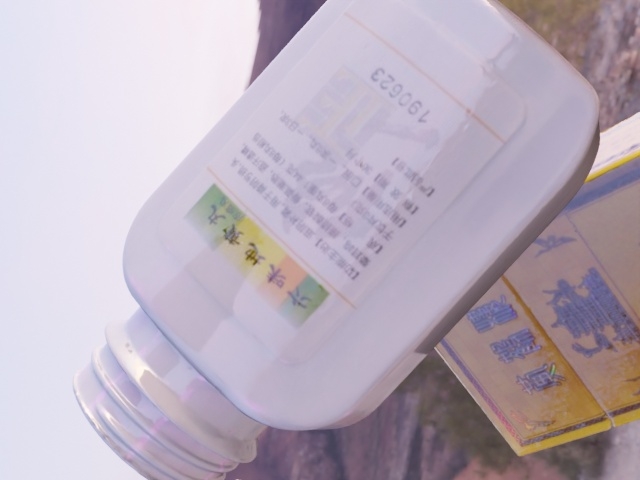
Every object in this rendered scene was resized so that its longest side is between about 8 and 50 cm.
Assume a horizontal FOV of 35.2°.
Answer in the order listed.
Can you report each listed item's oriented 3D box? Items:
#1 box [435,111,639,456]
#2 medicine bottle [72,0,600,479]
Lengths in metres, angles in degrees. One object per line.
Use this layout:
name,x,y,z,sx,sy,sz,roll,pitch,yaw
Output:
box,0.221,0.026,0.735,0.302,0.192,0.084,-29,14,36
medicine bottle,0.000,0.000,0.595,0.324,0.179,0.124,-48,-17,2
